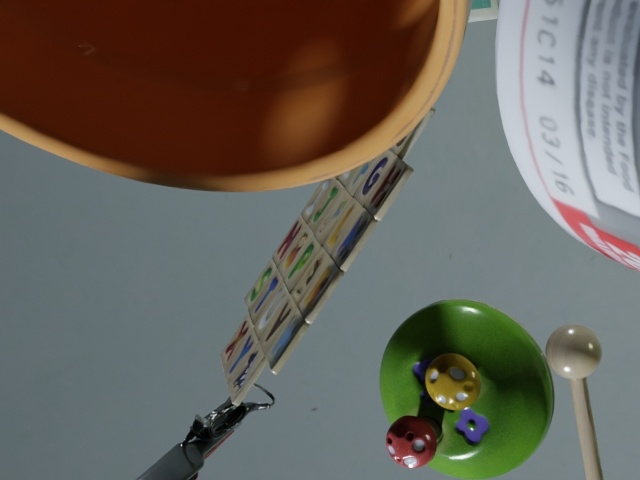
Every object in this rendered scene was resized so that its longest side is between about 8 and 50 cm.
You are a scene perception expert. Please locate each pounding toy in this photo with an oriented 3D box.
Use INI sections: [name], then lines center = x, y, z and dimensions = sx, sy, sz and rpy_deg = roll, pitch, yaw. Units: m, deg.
[pounding toy]
center = 0.145, 0.158, 1.451
dimensions = 0.237, 0.110, 0.183
rpy_deg = 4, 104, 29

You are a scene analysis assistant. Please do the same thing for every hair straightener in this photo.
[hair straightener]
center = -0.125, 0.226, 1.697
dimensions = 0.047, 0.089, 0.230
rpy_deg = 42, 48, 16

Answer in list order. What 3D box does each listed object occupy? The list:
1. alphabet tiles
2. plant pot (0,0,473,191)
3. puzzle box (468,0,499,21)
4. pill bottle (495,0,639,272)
[alphabet tiles]
center = 0.000, 0.000, 1.520
dimensions = 0.011, 0.285, 0.342
rpy_deg = 32, 96, -12
[plant pot]
center = -0.057, -0.190, 0.627
dimensions = 0.291, 0.291, 0.203
rpy_deg = 17, 56, 6
[puzzle box]
center = 0.005, -0.382, 1.354
dimensions = 0.272, 0.052, 0.409
rpy_deg = -7, 106, 2
[pill bottle]
center = 0.186, -0.028, 0.338
dimensions = 0.161, 0.283, 0.161
rpy_deg = -14, 116, -30
